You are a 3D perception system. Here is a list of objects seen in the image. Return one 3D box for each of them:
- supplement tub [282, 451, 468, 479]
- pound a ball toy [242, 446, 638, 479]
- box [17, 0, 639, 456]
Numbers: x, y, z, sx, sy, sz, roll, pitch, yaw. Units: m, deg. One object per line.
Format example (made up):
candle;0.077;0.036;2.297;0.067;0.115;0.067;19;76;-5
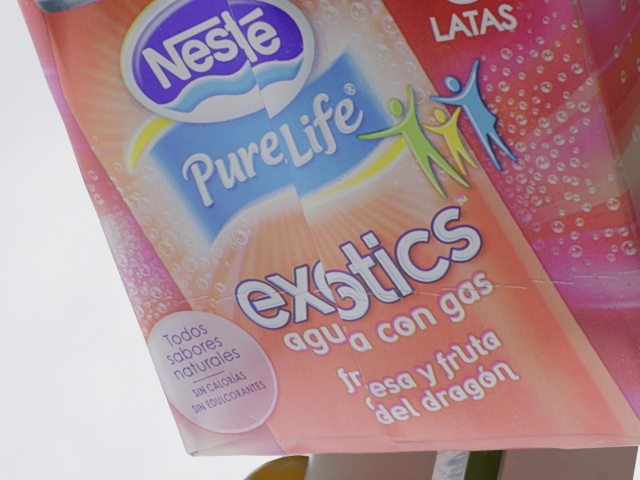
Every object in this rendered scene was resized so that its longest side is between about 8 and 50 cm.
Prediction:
supplement tub;0.058;0.085;1.318;0.207;0.338;0.207;-7;-119;13
pound a ball toy;0.019;0.156;0.747;0.135;0.208;0.319;16;-121;0
box;0.059;-0.085;0.562;0.142;0.154;0.300;-5;-153;28
